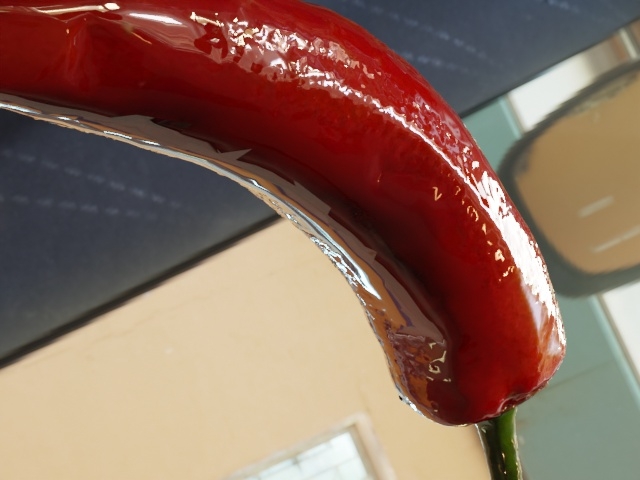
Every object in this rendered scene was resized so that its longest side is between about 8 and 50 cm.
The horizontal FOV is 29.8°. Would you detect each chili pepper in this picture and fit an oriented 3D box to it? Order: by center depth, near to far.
[{"bbox_3d":[0.001,-0.008,0.471,0.137,0.368,0.092,-55,-147,-9],"label":"chili pepper"}]
